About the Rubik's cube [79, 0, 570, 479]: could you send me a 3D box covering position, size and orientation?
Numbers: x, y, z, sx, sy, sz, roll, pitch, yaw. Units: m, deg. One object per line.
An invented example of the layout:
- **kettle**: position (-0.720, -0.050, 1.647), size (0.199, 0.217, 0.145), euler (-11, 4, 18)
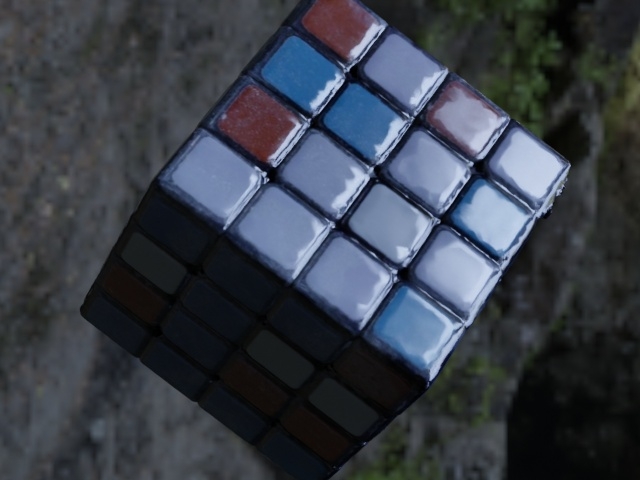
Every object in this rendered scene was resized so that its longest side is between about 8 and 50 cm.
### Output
- **Rubik's cube**: position (0.000, 0.000, 0.518), size (0.092, 0.092, 0.092), euler (-53, -179, -32)
